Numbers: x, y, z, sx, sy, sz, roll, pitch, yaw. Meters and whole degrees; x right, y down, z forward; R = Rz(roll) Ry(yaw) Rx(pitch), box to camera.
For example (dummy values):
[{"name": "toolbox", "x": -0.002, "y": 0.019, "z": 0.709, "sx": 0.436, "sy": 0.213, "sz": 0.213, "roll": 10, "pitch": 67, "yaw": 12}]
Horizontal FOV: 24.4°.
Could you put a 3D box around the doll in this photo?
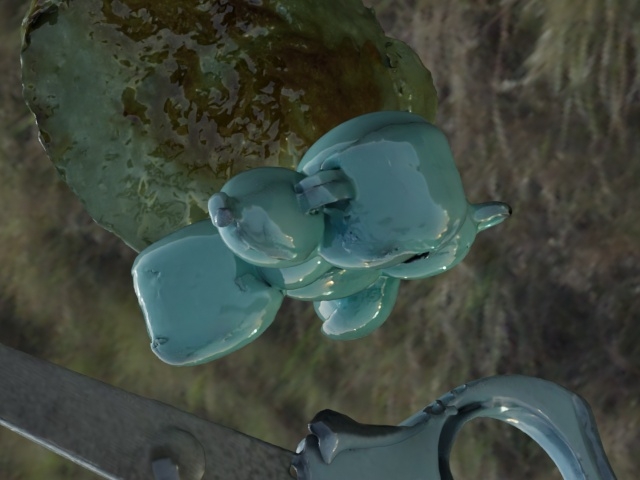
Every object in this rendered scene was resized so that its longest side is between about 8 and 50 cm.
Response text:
[{"name": "doll", "x": 0.000, "y": 0.000, "z": 0.583, "sx": 0.158, "sy": 0.159, "sz": 0.059, "roll": -30, "pitch": 70, "yaw": 41}]

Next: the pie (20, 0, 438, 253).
[{"name": "pie", "x": -0.063, "y": -0.105, "z": 0.957, "sx": 0.274, "sy": 0.257, "sz": 0.105, "roll": 60, "pitch": 154, "yaw": 6}]

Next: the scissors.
[{"name": "scissors", "x": -0.020, "y": 0.083, "z": 0.483, "sx": 0.360, "sy": 0.191, "sz": 0.029, "roll": 30, "pitch": 145, "yaw": -25}]
